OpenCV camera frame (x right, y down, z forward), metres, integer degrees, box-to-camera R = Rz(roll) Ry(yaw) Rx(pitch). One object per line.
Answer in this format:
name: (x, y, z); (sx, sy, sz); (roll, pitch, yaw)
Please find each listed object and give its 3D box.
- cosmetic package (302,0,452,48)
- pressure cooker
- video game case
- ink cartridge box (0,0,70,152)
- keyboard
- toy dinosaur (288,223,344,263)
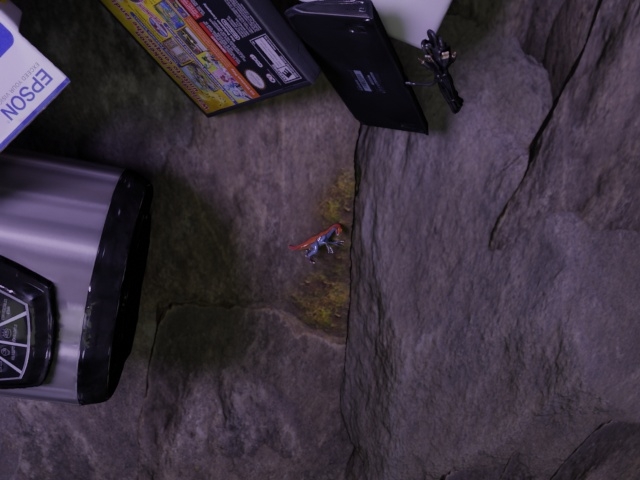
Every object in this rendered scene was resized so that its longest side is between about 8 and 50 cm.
cosmetic package: (0.109, -0.480, 0.732); (0.230, 0.161, 0.453); (17, 124, -15)
pressure cooker: (-0.481, 0.044, 0.965); (0.420, 0.370, 0.375); (11, 151, -10)
video game case: (-0.164, -0.288, 0.853); (0.248, 0.035, 0.275); (-3, 138, 48)
ink cartridge box: (-0.477, -0.191, 0.698); (0.303, 0.072, 0.307); (-38, 115, 13)
keyboard: (0.096, -0.217, 0.867); (0.201, 0.033, 0.317); (13, 170, 23)
toy dinosaur: (0.000, 0.000, 1.159); (0.090, 0.047, 0.082); (25, 104, -8)
